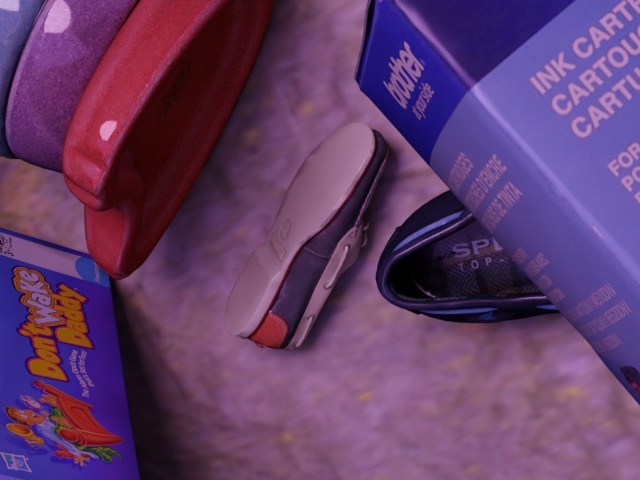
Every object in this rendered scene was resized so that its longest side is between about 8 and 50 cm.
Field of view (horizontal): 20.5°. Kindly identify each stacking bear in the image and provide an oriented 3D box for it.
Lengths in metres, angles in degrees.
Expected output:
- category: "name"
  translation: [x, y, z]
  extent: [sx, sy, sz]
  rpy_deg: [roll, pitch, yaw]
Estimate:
- category: "stacking bear"
  translation: [-0.184, -0.133, 0.881]
  extent: [0.289, 0.175, 0.164]
  rpy_deg: [29, 73, 8]

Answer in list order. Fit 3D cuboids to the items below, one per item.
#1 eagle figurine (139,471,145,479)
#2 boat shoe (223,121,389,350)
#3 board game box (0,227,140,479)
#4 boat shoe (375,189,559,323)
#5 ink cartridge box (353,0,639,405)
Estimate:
- category: "eagle figurine"
  translation: [-0.109, 0.299, 0.960]
  extent: [0.226, 0.225, 0.298]
  rpy_deg: [-7, 111, 34]
- category: "boat shoe"
  translation: [0.000, 0.000, 0.915]
  extent: [0.043, 0.049, 0.137]
  rpy_deg: [20, 114, -28]
- category: "board game box"
  translation: [-0.203, 0.197, 0.942]
  extent: [0.078, 0.233, 0.347]
  rpy_deg: [18, 113, -20]
- category: "boat shoe"
  translation: [0.148, 0.000, 0.825]
  extent: [0.258, 0.089, 0.109]
  rpy_deg: [-22, 94, 25]
- category: "ink cartridge box"
  translation: [0.199, -0.060, 0.696]
  extent: [0.270, 0.151, 0.395]
  rpy_deg: [-40, 83, -8]
